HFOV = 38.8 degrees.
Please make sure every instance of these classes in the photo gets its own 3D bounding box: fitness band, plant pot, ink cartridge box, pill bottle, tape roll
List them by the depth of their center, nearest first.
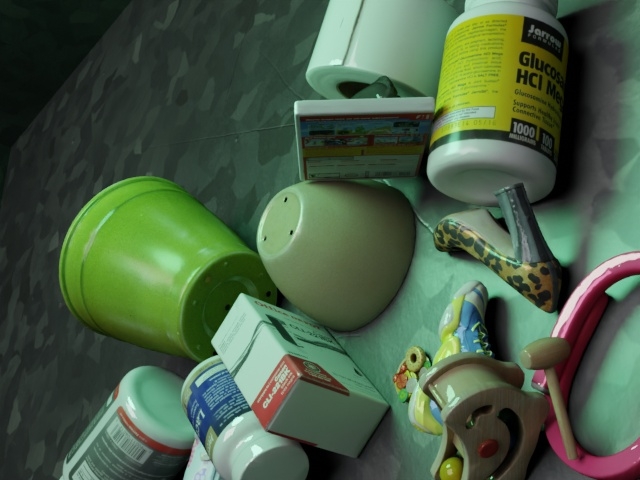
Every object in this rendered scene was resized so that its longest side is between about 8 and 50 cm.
[{"bbox_3d":[0.374,0.153,1.124,0.209,0.054,0.290,27,94,56],"label":"fitness band"},{"bbox_3d":[0.273,-0.234,1.370,0.188,0.188,0.333,-13,61,51],"label":"pill bottle"},{"bbox_3d":[-0.041,0.222,1.528,0.114,0.197,0.273,-59,35,9],"label":"ink cartridge box"},{"bbox_3d":[-0.129,0.322,1.553,0.153,0.153,0.265,-60,36,10],"label":"pill bottle"},{"bbox_3d":[0.113,-0.329,1.601,0.246,0.246,0.169,5,76,55],"label":"tape roll"},{"bbox_3d":[0.000,0.000,1.611,0.284,0.191,0.284,-32,46,41],"label":"plant pot"},{"bbox_3d":[-0.283,0.083,1.855,0.353,0.366,0.366,21,88,45],"label":"plant pot"},{"bbox_3d":[-0.403,0.451,1.886,0.363,0.210,0.210,-51,37,22],"label":"pill bottle"}]

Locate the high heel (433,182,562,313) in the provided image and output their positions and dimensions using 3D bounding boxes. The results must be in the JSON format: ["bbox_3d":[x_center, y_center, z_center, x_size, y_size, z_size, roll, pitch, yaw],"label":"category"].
[{"bbox_3d":[0.253,0.039,1.354,0.261,0.093,0.186,-36,71,65],"label":"high heel"}]

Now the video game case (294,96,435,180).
[{"bbox_3d":[0.065,-0.154,1.435,0.285,0.204,0.025,89,180,-74],"label":"video game case"}]

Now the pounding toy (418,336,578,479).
[{"bbox_3d":[0.215,0.242,1.141,0.155,0.154,0.269,-124,38,-53],"label":"pounding toy"}]

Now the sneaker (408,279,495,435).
[{"bbox_3d":[0.224,0.178,1.311,0.126,0.091,0.240,16,74,28],"label":"sneaker"}]

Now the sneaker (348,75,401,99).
[{"bbox_3d":[0.057,-0.189,1.517,0.109,0.130,0.286,63,163,-2],"label":"sneaker"}]

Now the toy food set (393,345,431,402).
[{"bbox_3d":[0.145,0.215,1.433,0.083,0.020,0.082,-50,37,23],"label":"toy food set"}]

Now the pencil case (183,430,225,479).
[{"bbox_3d":[-0.209,0.486,1.680,0.124,0.114,0.273,156,130,-73],"label":"pencil case"}]
